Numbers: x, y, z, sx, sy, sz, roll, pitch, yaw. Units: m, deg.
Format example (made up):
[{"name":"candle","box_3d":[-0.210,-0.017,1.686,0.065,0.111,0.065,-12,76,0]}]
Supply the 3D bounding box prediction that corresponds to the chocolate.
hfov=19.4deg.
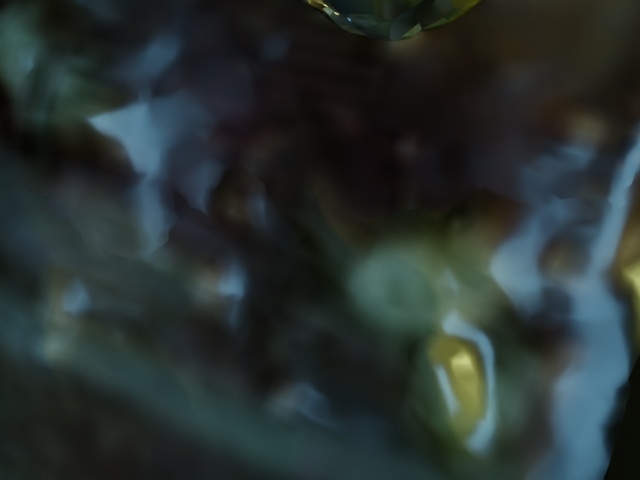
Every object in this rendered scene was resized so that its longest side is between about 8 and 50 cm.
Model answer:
[{"name":"chocolate","box_3d":[0.000,0.000,0.509,0.210,0.225,0.340,16,107,13]}]

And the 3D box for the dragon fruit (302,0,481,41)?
[{"name":"dragon fruit","box_3d":[-0.040,-0.206,0.332,0.307,0.227,0.243,26,74,-16]}]
